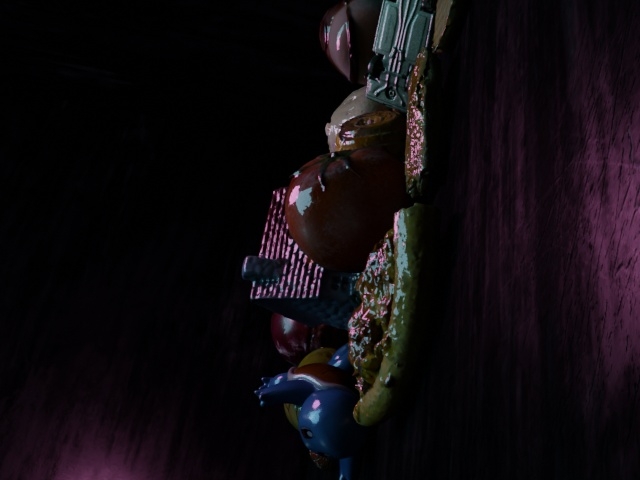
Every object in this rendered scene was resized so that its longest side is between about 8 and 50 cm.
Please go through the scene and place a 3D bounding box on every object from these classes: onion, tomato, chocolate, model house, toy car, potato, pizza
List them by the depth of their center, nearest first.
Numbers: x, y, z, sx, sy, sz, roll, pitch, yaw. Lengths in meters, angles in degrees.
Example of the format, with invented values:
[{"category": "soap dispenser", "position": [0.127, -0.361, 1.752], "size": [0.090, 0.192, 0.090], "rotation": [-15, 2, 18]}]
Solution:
[{"category": "pizza", "position": [0.115, 0.115, 1.311], "size": [0.278, 0.113, 0.409], "rotation": [-92, 14, -59]}, {"category": "tomato", "position": [0.064, -0.059, 1.609], "size": [0.265, 0.264, 0.265], "rotation": [-169, 90, -88]}, {"category": "toy car", "position": [0.188, -0.444, 1.772], "size": [0.097, 0.141, 0.321], "rotation": [-25, -46, -49]}, {"category": "model house", "position": [0.000, 0.000, 1.938], "size": [0.297, 0.338, 0.360], "rotation": [100, 180, -64]}, {"category": "potato", "position": [0.008, 0.371, 2.051], "size": [0.253, 0.148, 0.186], "rotation": [-24, -60, -64]}, {"category": "chocolate", "position": [0.139, -0.539, 2.251], "size": [0.186, 0.283, 0.284], "rotation": [-103, 19, -50]}, {"category": "onion", "position": [-0.018, 0.257, 2.423], "size": [0.337, 0.260, 0.282], "rotation": [-86, 2, -70]}]

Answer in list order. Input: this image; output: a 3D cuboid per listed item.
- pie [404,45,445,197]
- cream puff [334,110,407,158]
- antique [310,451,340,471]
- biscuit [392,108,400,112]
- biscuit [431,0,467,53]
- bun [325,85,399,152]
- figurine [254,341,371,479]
[{"category": "pie", "position": [0.186, -0.207, 1.447], "size": [0.129, 0.068, 0.283], "rotation": [101, 178, -63]}, {"category": "cream puff", "position": [0.123, -0.226, 1.920], "size": [0.189, 0.189, 0.130], "rotation": [-83, -21, -68]}, {"category": "antique", "position": [0.022, 0.509, 1.974], "size": [0.104, 0.104, 0.104], "rotation": [-169, 90, -88]}, {"category": "biscuit", "position": [0.225, -0.445, 1.995], "size": [0.324, 0.049, 0.205], "rotation": [103, 178, -47]}, {"category": "biscuit", "position": [0.246, -0.457, 1.562], "size": [0.187, 0.036, 0.274], "rotation": [103, 177, -49]}, {"category": "bun", "position": [0.108, -0.306, 2.226], "size": [0.283, 0.179, 0.283], "rotation": [18, -90, -78]}, {"category": "figurine", "position": [0.011, 0.372, 1.789], "size": [0.243, 0.298, 0.416], "rotation": [-33, 9, 12]}]
